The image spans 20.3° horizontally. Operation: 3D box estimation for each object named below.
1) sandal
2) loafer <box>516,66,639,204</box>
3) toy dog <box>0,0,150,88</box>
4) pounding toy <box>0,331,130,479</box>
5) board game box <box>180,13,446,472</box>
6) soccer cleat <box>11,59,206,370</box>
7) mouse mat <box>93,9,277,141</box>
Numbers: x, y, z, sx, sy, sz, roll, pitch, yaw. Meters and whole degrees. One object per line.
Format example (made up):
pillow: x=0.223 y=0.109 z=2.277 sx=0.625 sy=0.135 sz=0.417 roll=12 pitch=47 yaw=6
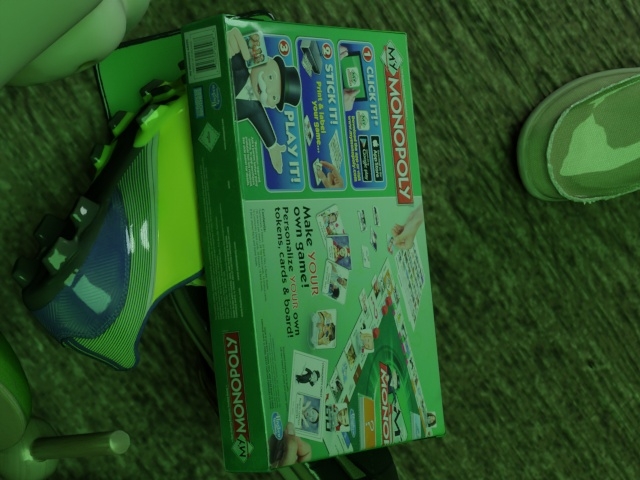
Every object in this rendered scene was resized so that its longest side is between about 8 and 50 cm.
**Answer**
sandal: x=-0.045 y=0.113 z=1.366 sx=0.120 sy=0.086 sz=0.303 roll=-37 pitch=102 yaw=-49
loafer: x=0.287 y=-0.102 z=1.480 sx=0.268 sy=0.092 sz=0.102 roll=-21 pitch=102 yaw=-18
toy dog: x=-0.302 y=-0.108 z=1.102 sx=0.408 sy=0.395 sz=0.284 roll=-46 pitch=118 yaw=-20
pounding toy: x=-0.253 y=0.070 z=1.266 sx=0.237 sy=0.183 sz=0.110 roll=32 pitch=57 yaw=-21
board game box: x=0.000 y=0.000 z=1.317 sx=0.213 sy=0.046 sz=0.317 roll=-2 pitch=86 yaw=-51
soccer cleat: x=-0.111 y=-0.029 z=1.294 sx=0.121 sy=0.093 sz=0.289 roll=46 pitch=53 yaw=-20
mouse mat: x=-0.085 y=-0.073 z=1.385 sx=0.152 sy=0.007 sz=0.190 roll=-16 pitch=102 yaw=-19
